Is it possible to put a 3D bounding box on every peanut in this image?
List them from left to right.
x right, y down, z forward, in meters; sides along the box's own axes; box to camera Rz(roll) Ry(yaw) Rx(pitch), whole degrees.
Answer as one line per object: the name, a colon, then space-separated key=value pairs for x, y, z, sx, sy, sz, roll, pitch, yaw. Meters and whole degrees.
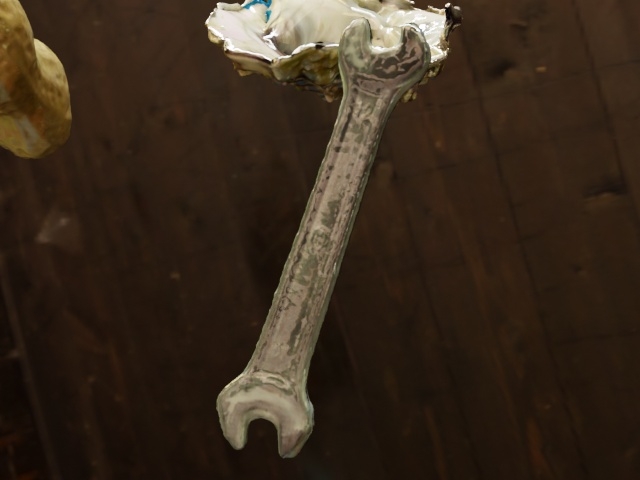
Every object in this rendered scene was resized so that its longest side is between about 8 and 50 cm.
peanut: x=-0.340 y=-0.180 z=1.395 sx=0.101 sy=0.263 sz=0.117 roll=-8 pitch=-114 yaw=6

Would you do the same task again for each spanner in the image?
spanner: x=0.000 y=0.000 z=0.834 sx=0.071 sy=0.017 sz=0.302 roll=19 pitch=-83 yaw=19

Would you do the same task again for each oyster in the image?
oyster: x=0.006 y=-0.161 z=1.051 sx=0.214 sy=0.223 sz=0.083 roll=33 pitch=-54 yaw=55
